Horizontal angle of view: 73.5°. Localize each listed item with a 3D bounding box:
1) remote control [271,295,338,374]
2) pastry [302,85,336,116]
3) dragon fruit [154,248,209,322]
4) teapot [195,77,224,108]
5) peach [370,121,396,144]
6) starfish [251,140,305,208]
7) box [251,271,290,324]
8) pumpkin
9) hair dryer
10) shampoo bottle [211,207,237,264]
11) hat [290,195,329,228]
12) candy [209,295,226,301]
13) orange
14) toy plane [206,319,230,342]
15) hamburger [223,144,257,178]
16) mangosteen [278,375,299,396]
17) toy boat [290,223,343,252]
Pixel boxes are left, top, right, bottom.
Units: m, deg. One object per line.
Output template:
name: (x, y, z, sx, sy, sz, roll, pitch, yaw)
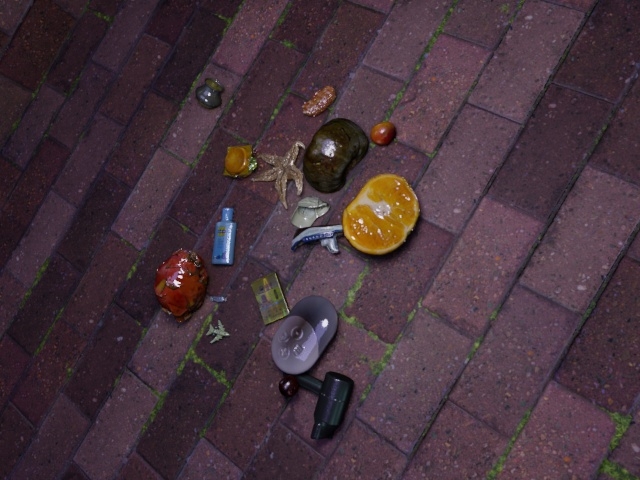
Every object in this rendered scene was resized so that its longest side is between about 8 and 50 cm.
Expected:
remote control: (-0.065, 0.372, 1.704, 0.221, 0.103, 0.332, 32, 83, 34)
pastry: (0.000, -0.611, 1.909, 0.169, 0.063, 0.087, -35, 62, 14)
dragon fruit: (-0.600, 0.189, 1.854, 0.250, 0.315, 0.250, -3, 39, 2)
teapot: (-0.531, -0.718, 2.066, 0.119, 0.130, 0.165, -49, 35, 35)
peach: (0.260, -0.443, 1.769, 0.101, 0.101, 0.100, -3, 79, 17)
starfish: (-0.180, -0.300, 1.907, 0.302, 0.060, 0.299, 15, 91, 33)
box: (-0.210, 0.247, 1.826, 0.121, 0.030, 0.193, -25, 74, 12)
pumpkin: (0.036, -0.378, 1.765, 0.242, 0.232, 0.325, 31, 87, 23)
hair dryer: (-0.039, 0.610, 1.674, 0.303, 0.116, 0.244, 17, 85, 31)
shampoo bottle: (-0.430, -0.019, 1.931, 0.104, 0.061, 0.258, 0, 79, 17)
hat: (-0.049, -0.121, 1.832, 0.122, 0.081, 0.166, 28, 107, -18)
candy: (-0.455, 0.263, 1.906, 0.083, 0.020, 0.030, 5, 81, 17)
orange: (0.221, -0.086, 1.637, 0.274, 0.274, 0.310, 10, 40, 19)
toy plane: (-0.444, 0.400, 1.866, 0.111, 0.040, 0.102, 8, 72, 21)
hamburger: (-0.358, -0.353, 1.947, 0.190, 0.093, 0.164, 15, 87, 33)
mangosteen: (-0.124, 0.558, 1.646, 0.081, 0.081, 0.080, -3, 79, 17)
toy boat: (0.000, 0.000, 1.761, 0.262, 0.114, 0.115, -5, 83, 18)
